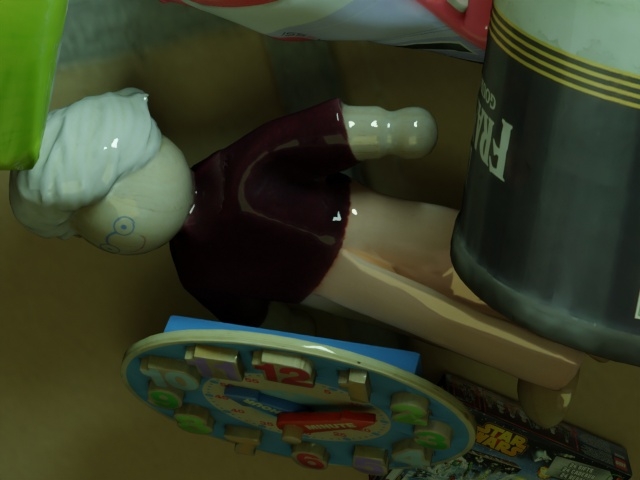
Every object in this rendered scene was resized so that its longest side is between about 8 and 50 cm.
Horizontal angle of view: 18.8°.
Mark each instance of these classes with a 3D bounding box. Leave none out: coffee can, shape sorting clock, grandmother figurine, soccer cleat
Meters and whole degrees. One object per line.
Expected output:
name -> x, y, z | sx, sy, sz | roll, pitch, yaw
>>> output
coffee can -> 0.176, -0.106, 0.861 | 0.201, 0.201, 0.275 | 4, 113, -6
shape sorting clock -> -0.014, 0.096, 1.102 | 0.206, 0.040, 0.206 | 10, 154, 5
grandmother figurine -> 0.000, 0.000, 1.049 | 0.342, 0.104, 0.208 | 16, 127, -15
soccer cleat -> 0.033, -0.130, 0.985 | 0.248, 0.083, 0.095 | 10, 163, -20

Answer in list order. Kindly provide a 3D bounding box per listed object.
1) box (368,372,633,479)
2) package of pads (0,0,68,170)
box -> 0.111, 0.145, 1.204 | 0.137, 0.027, 0.094 | 24, 122, -19
package of pads -> -0.219, -0.169, 0.890 | 0.229, 0.101, 0.297 | -1, 128, -21
